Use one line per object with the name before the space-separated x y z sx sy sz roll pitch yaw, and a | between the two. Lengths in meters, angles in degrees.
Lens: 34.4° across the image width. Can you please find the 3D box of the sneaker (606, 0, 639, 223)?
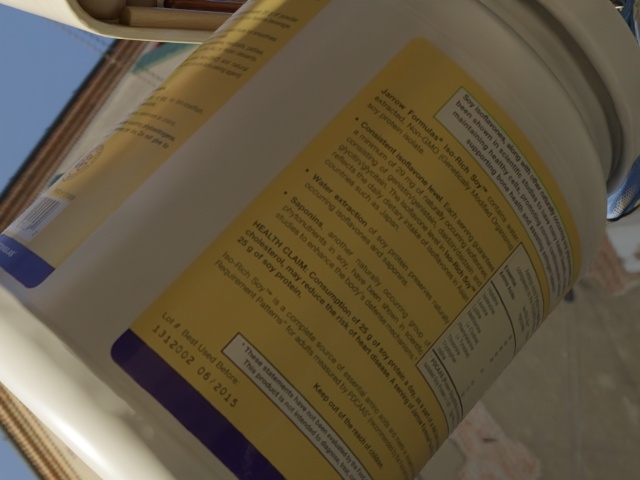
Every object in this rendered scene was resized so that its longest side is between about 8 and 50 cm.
sneaker | 0.244 -0.178 0.983 0.147 0.129 0.330 -1 -93 -54

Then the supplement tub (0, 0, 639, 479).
supplement tub | 0.000 0.000 0.559 0.331 0.241 0.241 -46 -67 -16

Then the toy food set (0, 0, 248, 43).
toy food set | -0.114 -0.210 0.783 0.306 0.219 0.092 -5 -69 -41

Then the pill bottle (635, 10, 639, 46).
pill bottle | 0.483 -0.172 1.174 0.361 0.204 0.204 1 -96 -13
